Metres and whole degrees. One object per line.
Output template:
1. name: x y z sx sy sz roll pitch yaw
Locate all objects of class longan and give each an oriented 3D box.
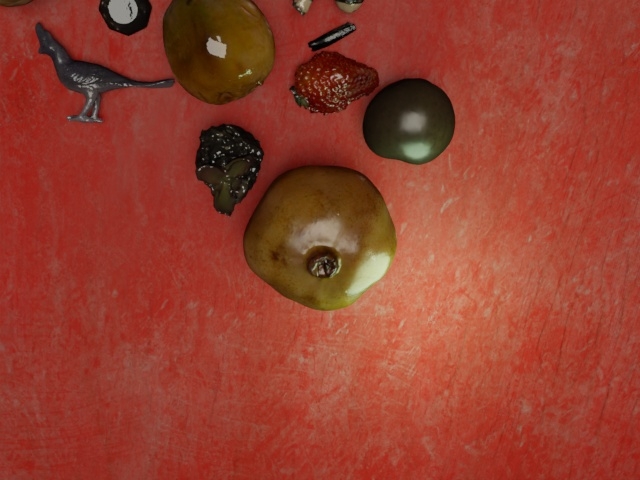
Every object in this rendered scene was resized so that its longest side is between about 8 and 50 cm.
1. longan: 0.236 -0.312 1.823 0.248 0.248 0.248 -2 110 -6

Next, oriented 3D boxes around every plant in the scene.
1. plant: -0.247 -0.209 1.804 0.178 0.234 0.204 22 112 -8

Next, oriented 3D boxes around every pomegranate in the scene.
1. pomegranate: 0.000 0.000 1.824 0.417 0.416 0.416 -2 110 -6

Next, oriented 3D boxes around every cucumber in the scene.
1. cucumber: 0.032 -0.543 1.813 0.135 0.034 0.033 -28 115 4

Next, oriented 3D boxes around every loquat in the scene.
1. loquat: -0.250 -0.490 1.692 0.276 0.276 0.283 -33 85 6

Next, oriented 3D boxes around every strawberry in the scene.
1. strawberry: 0.039 -0.423 1.818 0.236 0.106 0.175 -29 111 4

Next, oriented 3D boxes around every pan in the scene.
1. pan: -0.516 -0.622 1.715 0.128 0.048 0.202 -26 110 4

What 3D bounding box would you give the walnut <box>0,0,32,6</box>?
1. walnut: -0.742 -0.690 1.555 0.296 0.285 0.285 32 105 -38

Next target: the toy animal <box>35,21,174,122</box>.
1. toy animal: -0.589 -0.397 1.767 0.367 0.081 0.205 21 95 -13

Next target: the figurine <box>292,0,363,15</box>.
1. figurine: 0.034 -0.747 1.653 0.306 0.241 0.411 16 118 -3
